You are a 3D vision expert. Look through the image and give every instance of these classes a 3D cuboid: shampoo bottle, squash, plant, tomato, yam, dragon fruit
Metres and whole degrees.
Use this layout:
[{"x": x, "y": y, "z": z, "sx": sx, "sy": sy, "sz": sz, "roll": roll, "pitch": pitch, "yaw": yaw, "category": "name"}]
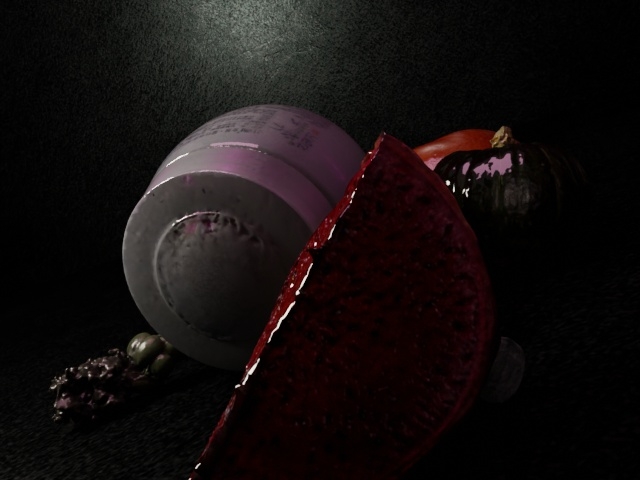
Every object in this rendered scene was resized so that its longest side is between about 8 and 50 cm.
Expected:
[{"x": -0.068, "y": -0.009, "z": 0.915, "sx": 0.273, "sy": 0.273, "sz": 0.266, "roll": -16, "pitch": 20, "yaw": 23, "category": "shampoo bottle"}, {"x": 0.212, "y": -0.046, "z": 0.931, "sx": 0.193, "sy": 0.156, "sz": 0.193, "roll": 1, "pitch": 23, "yaw": 0, "category": "squash"}, {"x": -0.226, "y": 0.154, "z": 0.917, "sx": 0.174, "sy": 0.087, "sz": 0.085, "roll": -27, "pitch": 40, "yaw": -19, "category": "plant"}, {"x": 0.206, "y": -0.098, "z": 1.335, "sx": 0.338, "sy": 0.144, "sz": 0.338, "roll": -19, "pitch": 6, "yaw": 2, "category": "tomato"}, {"x": 0.093, "y": 0.095, "z": 0.617, "sx": 0.054, "sy": 0.054, "sz": 0.132, "roll": -25, "pitch": 10, "yaw": -32, "category": "yam"}, {"x": 0.022, "y": 0.076, "z": 0.553, "sx": 0.189, "sy": 0.262, "sz": 0.163, "roll": 30, "pitch": -5, "yaw": 28, "category": "dragon fruit"}]
